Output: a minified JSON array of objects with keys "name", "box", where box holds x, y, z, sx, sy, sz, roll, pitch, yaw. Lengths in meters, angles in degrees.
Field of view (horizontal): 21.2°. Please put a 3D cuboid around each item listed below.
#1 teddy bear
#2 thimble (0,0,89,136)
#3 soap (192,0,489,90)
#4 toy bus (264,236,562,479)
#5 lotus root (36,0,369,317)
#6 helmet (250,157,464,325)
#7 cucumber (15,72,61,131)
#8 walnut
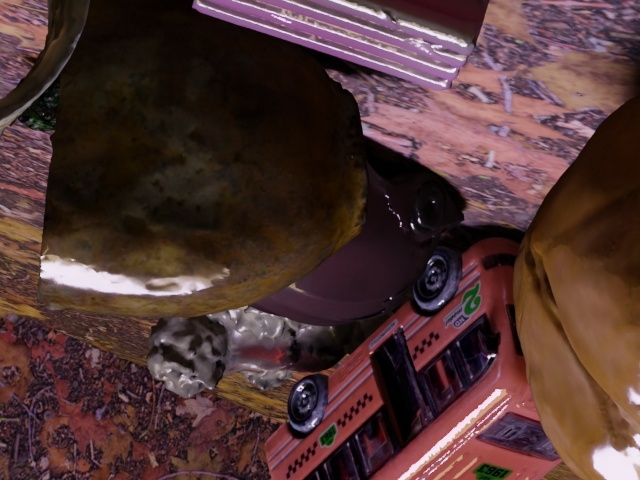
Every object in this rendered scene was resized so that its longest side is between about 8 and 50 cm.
[{"name":"teddy bear","box":[0.016,0.101,2.087,0.367,0.225,0.357,9,179,21]},{"name":"thimble","box":[-0.295,-0.176,1.158,0.270,0.271,0.150,21,165,-19]},{"name":"soap","box":[0.015,-0.177,1.208,0.203,0.066,0.122,18,167,-4]},{"name":"toy bus","box":[0.135,0.200,1.912,0.203,0.233,0.427,19,130,-34]},{"name":"lotus root","box":[-0.085,-0.067,1.389,0.260,0.267,0.149,8,163,-3]},{"name":"helmet","box":[0.000,0.000,1.738,0.305,0.177,0.225,27,161,-35]},{"name":"cucumber","box":[-0.175,-0.131,1.652,0.293,0.068,0.067,6,163,35]},{"name":"walnut","box":[0.339,0.059,1.264,0.397,0.308,0.354,21,155,-11]}]
